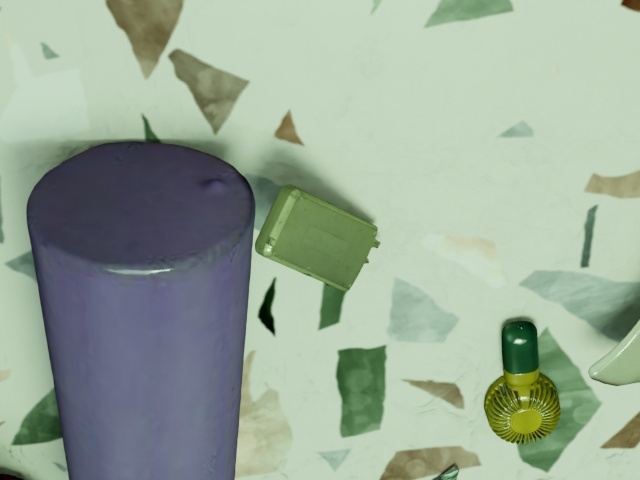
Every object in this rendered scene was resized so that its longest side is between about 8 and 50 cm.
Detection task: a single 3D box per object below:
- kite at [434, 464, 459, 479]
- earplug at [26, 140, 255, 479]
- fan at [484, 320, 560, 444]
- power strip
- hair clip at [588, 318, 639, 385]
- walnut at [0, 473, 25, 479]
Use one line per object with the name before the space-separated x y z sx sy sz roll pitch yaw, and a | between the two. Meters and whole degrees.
kite | 0.153 0.308 2.044 0.157 0.011 0.139 -5 126 1
earplug | -0.175 0.140 1.805 0.215 0.215 0.456 0 126 -4
fan | 0.216 0.154 1.931 0.082 0.039 0.155 -7 122 1
power strip | 0.000 0.000 1.775 0.169 0.028 0.076 26 89 -52
hair clip | 0.437 0.098 1.879 0.282 0.113 0.172 21 119 -10
walnut | -0.392 0.360 1.936 0.222 0.244 0.269 15 108 -53
